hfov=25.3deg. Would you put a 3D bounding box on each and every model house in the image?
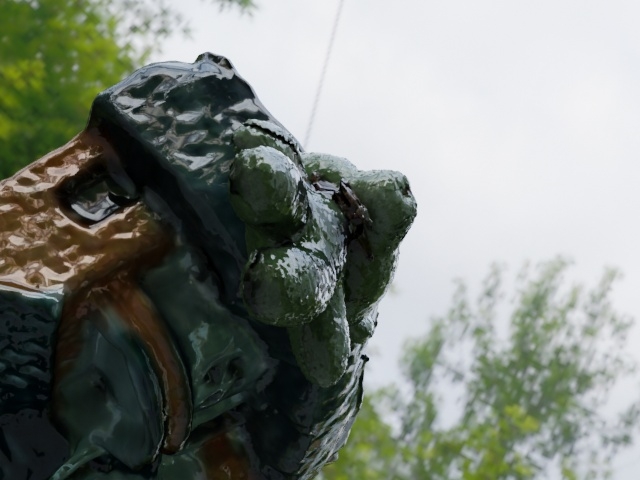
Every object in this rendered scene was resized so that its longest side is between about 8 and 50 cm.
[{"bbox_3d":[-0.134,0.078,0.739,0.184,0.291,0.253,48,-34,21],"label":"model house"}]

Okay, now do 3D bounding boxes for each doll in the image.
[{"bbox_3d":[0.000,0.000,0.583,0.077,0.150,0.115,-21,-93,12],"label":"doll"}]
